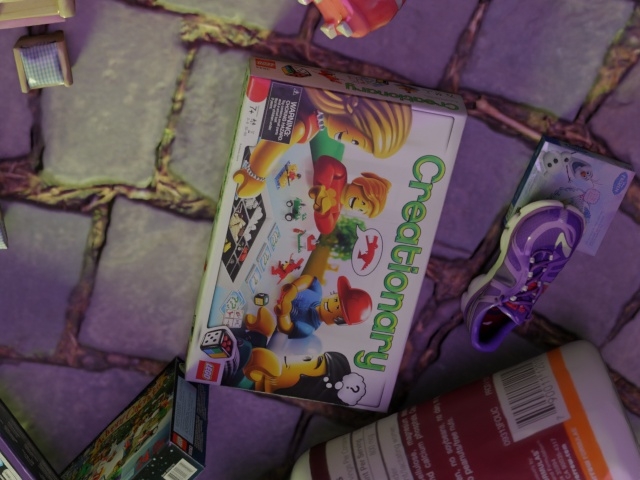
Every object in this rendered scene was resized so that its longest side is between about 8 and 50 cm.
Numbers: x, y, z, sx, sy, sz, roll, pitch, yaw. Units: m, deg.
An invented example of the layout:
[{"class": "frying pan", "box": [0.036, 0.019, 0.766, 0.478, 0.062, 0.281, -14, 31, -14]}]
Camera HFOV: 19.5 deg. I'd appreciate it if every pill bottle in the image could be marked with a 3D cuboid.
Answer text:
[{"class": "pill bottle", "box": [0.109, 0.262, 1.695, 0.392, 0.224, 0.224, -23, 114, 8]}]

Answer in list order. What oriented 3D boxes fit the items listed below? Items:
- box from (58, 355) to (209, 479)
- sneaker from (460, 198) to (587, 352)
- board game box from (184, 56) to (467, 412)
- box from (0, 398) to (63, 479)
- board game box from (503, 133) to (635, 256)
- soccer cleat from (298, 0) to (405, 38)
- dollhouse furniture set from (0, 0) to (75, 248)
[{"class": "box", "box": [-0.194, 0.230, 1.697, 0.044, 0.159, 0.233, 40, 107, -18]}, {"class": "sneaker", "box": [0.185, 0.036, 1.662, 0.068, 0.071, 0.170, 20, 125, -14]}, {"class": "board game box", "box": [0.000, 0.000, 1.659, 0.193, 0.053, 0.305, 9, 114, -8]}, {"class": "box", "box": [-0.368, 0.193, 1.701, 0.175, 0.051, 0.220, -35, 97, 13]}, {"class": "board game box", "box": [0.223, -0.040, 1.671, 0.090, 0.020, 0.090, 19, 113, -11]}, {"class": "soccer cleat", "box": [-0.015, -0.278, 1.523, 0.095, 0.083, 0.248, -42, 108, -16]}, {"class": "dollhouse furniture set", "box": [-0.331, -0.063, 1.530, 0.286, 0.198, 0.303, -6, 116, 0]}]
